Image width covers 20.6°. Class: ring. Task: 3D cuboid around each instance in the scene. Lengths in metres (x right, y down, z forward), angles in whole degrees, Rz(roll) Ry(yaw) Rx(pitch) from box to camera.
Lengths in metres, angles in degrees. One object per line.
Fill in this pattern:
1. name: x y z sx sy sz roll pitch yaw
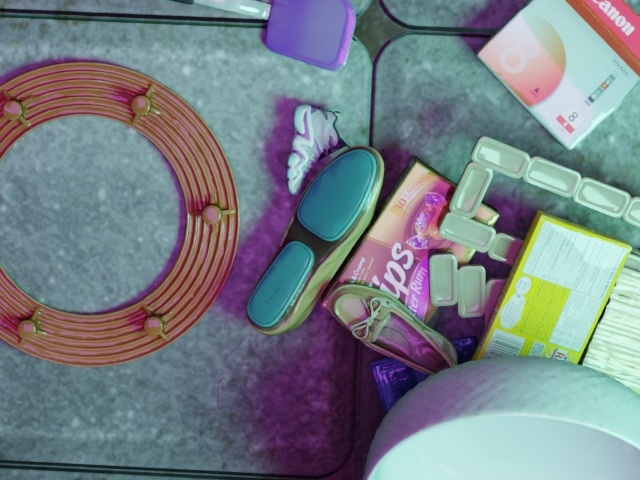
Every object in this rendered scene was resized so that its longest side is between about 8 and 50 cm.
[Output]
1. ring: -0.255 -0.025 1.905 0.337 0.032 0.336 0 99 2

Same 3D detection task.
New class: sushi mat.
1. sushi mat: 0.434 0.142 1.883 0.316 0.019 0.151 18 101 -9

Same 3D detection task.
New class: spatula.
1. spatula: -0.108 -0.255 1.860 0.296 0.030 0.084 15 99 0

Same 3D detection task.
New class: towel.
1. towel: 0.119 0.148 1.917 0.119 0.029 0.067 -16 99 5

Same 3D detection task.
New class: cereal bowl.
1. cereal bowl: 0.213 0.232 1.831 0.339 0.141 0.339 5 137 4

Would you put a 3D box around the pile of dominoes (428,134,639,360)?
1. pile of dominoes: 0.240 0.014 1.864 0.251 0.040 0.196 21 108 -10

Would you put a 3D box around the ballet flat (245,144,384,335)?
1. ballet flat: 0.000 0.000 1.881 0.080 0.073 0.232 41 101 27

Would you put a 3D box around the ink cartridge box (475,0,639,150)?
1. ink cartridge box: 0.275 -0.205 1.846 0.179 0.045 0.145 -44 95 11

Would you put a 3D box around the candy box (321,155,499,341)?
1. candy box: 0.094 0.017 1.885 0.109 0.053 0.186 33 98 -6

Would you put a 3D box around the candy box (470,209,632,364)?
1. candy box: 0.236 0.077 1.850 0.105 0.027 0.206 18 109 -12

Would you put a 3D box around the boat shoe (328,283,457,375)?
1. boat shoe: 0.077 0.097 1.848 0.153 0.048 0.056 35 99 -6

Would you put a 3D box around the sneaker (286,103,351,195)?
1. sneaker: 0.001 -0.093 1.878 0.069 0.038 0.098 7 100 2
